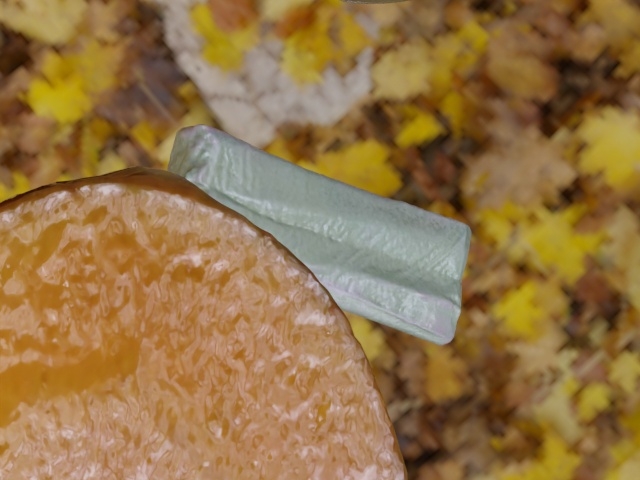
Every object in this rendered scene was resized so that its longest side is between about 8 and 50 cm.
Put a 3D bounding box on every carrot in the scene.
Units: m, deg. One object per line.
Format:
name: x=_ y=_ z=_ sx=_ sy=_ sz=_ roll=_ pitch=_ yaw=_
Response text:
carrot: x=-0.087 y=0.126 z=0.743 sx=0.258 sy=0.100 sz=0.307 roll=9 pitch=85 yaw=-28

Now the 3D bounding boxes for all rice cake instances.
rice cake: x=-0.001 y=-0.001 z=1.220 sx=0.221 sy=0.042 sz=0.080 roll=20 pitch=76 yaw=-33

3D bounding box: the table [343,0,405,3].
table: x=0.071 y=-0.386 z=2.105 sx=0.167 sy=0.227 sz=0.167 roll=-5 pitch=169 yaw=-1
